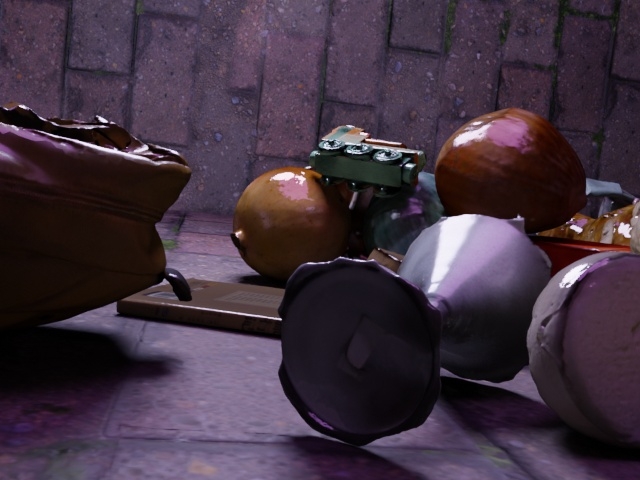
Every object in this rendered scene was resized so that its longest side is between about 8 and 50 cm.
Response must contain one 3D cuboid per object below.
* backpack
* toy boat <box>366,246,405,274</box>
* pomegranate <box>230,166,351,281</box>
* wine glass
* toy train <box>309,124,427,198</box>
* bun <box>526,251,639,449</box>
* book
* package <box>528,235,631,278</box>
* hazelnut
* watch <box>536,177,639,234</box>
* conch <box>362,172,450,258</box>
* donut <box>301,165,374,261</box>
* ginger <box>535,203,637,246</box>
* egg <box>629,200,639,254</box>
[{"bbox_3d":[-0.290,-0.016,0.560,0.378,0.201,0.353,2,4,-14],"label":"backpack"},{"bbox_3d":[0.122,0.060,0.802,0.188,0.061,0.116,21,8,23],"label":"toy boat"},{"bbox_3d":[-0.047,-0.020,1.121,0.191,0.191,0.191,6,4,0],"label":"pomegranate"},{"bbox_3d":[0.076,0.058,0.528,0.156,0.156,0.232,9,8,30],"label":"wine glass"},{"bbox_3d":[0.073,-0.120,1.055,0.176,0.074,0.118,12,32,30],"label":"toy train"},{"bbox_3d":[0.206,0.078,0.516,0.138,0.138,0.094,5,-11,-14],"label":"bun"},{"bbox_3d":[-0.045,0.080,0.827,0.310,0.021,0.217,7,4,11],"label":"book"},{"bbox_3d":[0.366,0.065,0.931,0.196,0.123,0.423,2,4,-18],"label":"package"},{"bbox_3d":[0.268,-0.087,0.998,0.214,0.176,0.214,6,37,-4],"label":"hazelnut"},{"bbox_3d":[0.628,-0.019,1.664,0.241,0.253,0.162,-7,24,-12],"label":"watch"},{"bbox_3d":[0.149,0.001,1.113,0.195,0.220,0.277,21,-17,-7],"label":"conch"},{"bbox_3d":[0.057,-0.037,1.341,0.259,0.136,0.345,-8,-22,29],"label":"donut"},{"bbox_3d":[0.557,0.021,1.425,0.254,0.176,0.418,4,-2,6],"label":"ginger"},{"bbox_3d":[0.363,0.015,0.549,0.203,0.203,0.245,2,21,-39],"label":"egg"}]
